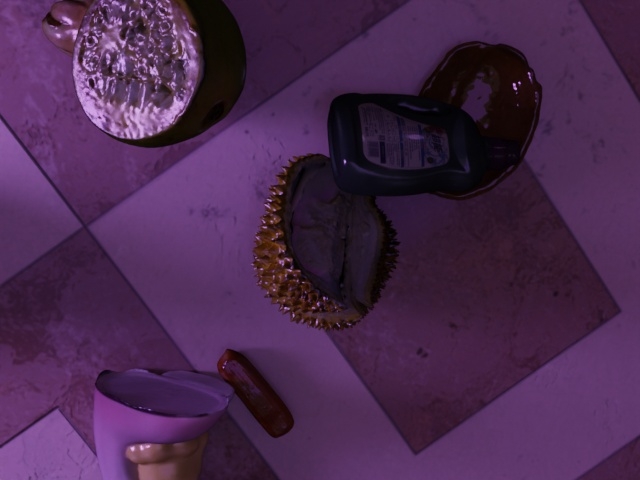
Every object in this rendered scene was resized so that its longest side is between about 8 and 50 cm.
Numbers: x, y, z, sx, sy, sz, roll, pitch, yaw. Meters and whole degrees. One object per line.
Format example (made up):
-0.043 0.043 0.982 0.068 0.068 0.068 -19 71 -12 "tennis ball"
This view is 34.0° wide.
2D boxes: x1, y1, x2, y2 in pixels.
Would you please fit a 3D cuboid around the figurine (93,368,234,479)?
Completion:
-0.148 0.333 1.277 0.285 0.206 0.315 3 105 3 "figurine"

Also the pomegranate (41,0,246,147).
-0.194 -0.199 1.197 0.241 0.159 0.189 -5 93 22 "pomegranate"

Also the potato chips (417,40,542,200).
0.189 -0.148 1.298 0.150 0.049 0.201 16 101 -1 "potato chips"

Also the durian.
0.000 0.000 1.267 0.193 0.138 0.237 40 52 -8 "durian"

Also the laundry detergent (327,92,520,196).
0.124 -0.116 1.231 0.222 0.144 0.078 -2 144 -9 "laundry detergent"

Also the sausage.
-0.084 0.193 1.333 0.041 0.039 0.131 -36 102 8 "sausage"
